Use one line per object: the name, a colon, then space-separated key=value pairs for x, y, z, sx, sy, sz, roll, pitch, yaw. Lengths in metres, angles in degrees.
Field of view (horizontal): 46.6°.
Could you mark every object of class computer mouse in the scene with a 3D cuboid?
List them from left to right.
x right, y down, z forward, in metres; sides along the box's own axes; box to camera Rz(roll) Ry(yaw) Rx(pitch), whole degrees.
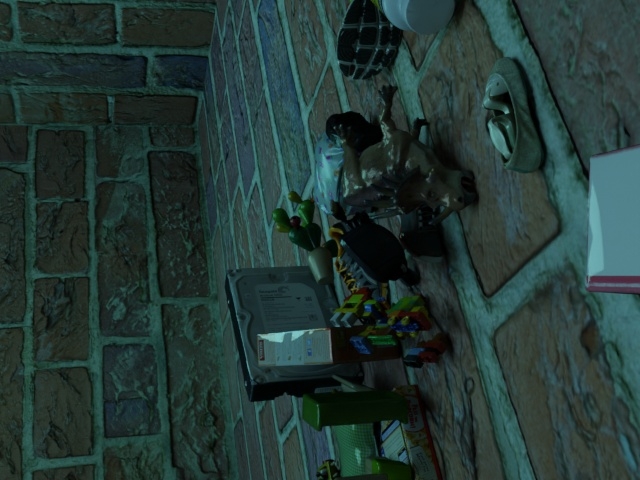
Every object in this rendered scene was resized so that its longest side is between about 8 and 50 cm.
computer mouse: x=0.075 y=-0.011 z=1.152 sx=0.184 sy=0.060 sz=0.262 roll=48 pitch=-171 yaw=19

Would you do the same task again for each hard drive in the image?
hard drive: x=-0.066 y=0.187 z=1.597 sx=0.339 sy=0.236 sz=0.064 roll=-110 pitch=25 yaw=-48

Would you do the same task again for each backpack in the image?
backpack: x=0.051 y=-0.134 z=1.382 sx=0.152 sy=0.115 sz=0.182 roll=-123 pitch=32 yaw=-55

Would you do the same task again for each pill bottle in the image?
pill bottle: x=0.130 y=-0.376 z=1.108 sx=0.184 sy=0.103 sz=0.103 roll=-113 pitch=27 yaw=-51

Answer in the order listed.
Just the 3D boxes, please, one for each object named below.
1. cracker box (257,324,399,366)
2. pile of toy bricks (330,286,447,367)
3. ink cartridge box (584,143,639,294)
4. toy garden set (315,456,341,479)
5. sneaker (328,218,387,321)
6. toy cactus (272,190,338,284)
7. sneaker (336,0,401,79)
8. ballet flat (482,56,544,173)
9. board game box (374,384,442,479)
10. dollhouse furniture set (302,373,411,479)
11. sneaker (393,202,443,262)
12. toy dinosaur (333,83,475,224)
cracker box: x=0.009 y=0.193 z=1.363 sx=0.232 sy=0.155 sz=0.067 roll=-15 pitch=77 yaw=51
pile of toy bricks: x=0.127 y=0.123 z=1.186 sx=0.118 sy=0.105 sz=0.212 roll=52 pitch=151 yaw=-19
ink cartridge box: x=0.290 y=-0.010 z=0.421 sx=0.158 sy=0.217 sz=0.092 roll=172 pitch=101 yaw=-73
toy garden set: x=0.044 y=0.556 z=1.590 sx=0.244 sy=0.049 sz=0.204 roll=116 pitch=147 yaw=-58
sneaker: x=0.069 y=0.057 z=1.399 sx=0.084 sy=0.083 sz=0.215 roll=120 pitch=143 yaw=-58
toy cactus: x=0.000 y=0.000 z=1.468 sx=0.112 sy=0.219 sz=0.181 roll=-28 pitch=57 yaw=21
sneaker: x=0.094 y=-0.418 z=1.286 sx=0.118 sy=0.107 sz=0.279 roll=-84 pitch=5 yaw=-61
ballet flat: x=0.226 y=-0.158 z=0.903 sx=0.057 sy=0.052 sz=0.168 roll=116 pitch=148 yaw=-57
board game box: x=0.142 y=0.362 z=1.250 sx=0.147 sy=0.045 sz=0.194 roll=113 pitch=151 yaw=-54
dollhouse furniture set: x=0.029 y=0.349 z=1.280 sx=0.301 sy=0.151 sz=0.198 roll=173 pitch=96 yaw=-74
sneaker: x=0.154 y=-0.033 z=1.151 sx=0.158 sy=0.061 sz=0.065 roll=-109 pitch=30 yaw=-43
toy dinosaur: x=0.095 y=-0.098 z=1.142 sx=0.295 sy=0.127 sz=0.201 roll=-26 pitch=54 yaw=57
